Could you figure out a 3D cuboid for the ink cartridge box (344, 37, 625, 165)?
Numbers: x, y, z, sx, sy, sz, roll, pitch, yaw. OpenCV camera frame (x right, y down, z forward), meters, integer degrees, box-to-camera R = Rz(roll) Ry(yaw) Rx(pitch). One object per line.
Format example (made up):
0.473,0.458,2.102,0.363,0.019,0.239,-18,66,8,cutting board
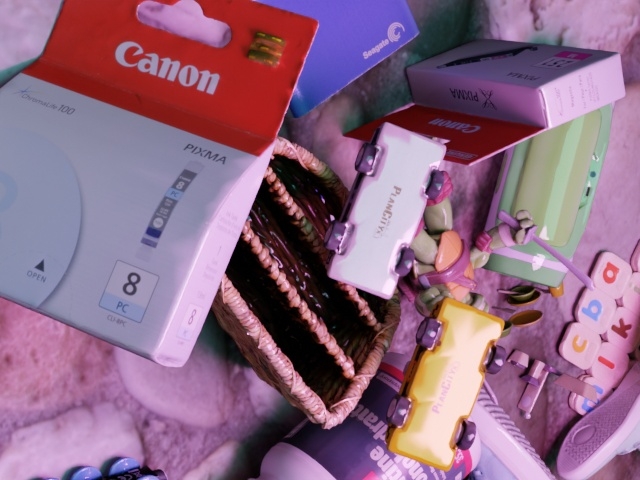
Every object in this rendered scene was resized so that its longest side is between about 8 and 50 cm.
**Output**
0.188,-0.175,1.751,0.239,0.275,0.060,-23,112,-26,ink cartridge box

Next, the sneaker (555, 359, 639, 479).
0.457,0.297,2.090,0.256,0.094,0.151,-40,111,-25,sneaker

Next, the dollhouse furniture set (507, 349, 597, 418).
0.314,0.216,2.003,0.091,0.114,0.081,28,87,-36,dollhouse furniture set

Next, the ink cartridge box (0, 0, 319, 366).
-0.211,-0.102,1.486,0.385,0.308,0.091,-68,159,-4,ink cartridge box

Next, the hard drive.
-0.022,-0.337,1.725,0.210,0.040,0.319,-37,116,-23,hard drive

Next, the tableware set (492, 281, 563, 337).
0.266,0.089,1.953,0.154,0.104,0.024,-25,110,-29,tableware set

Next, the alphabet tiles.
0.469,0.146,2.148,0.278,0.021,0.284,30,81,-34,alphabet tiles

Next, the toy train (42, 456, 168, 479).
-0.258,0.319,1.665,0.184,0.080,0.105,-11,113,-34,toy train

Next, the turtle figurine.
0.181,0.005,1.770,0.197,0.275,0.266,-35,112,-3,turtle figurine

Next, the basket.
-0.027,0.027,1.650,0.213,0.223,0.299,-39,114,-10,basket

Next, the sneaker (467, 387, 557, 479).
0.246,0.350,1.975,0.150,0.135,0.366,-37,105,4,sneaker

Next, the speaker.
0.306,-0.092,1.935,0.131,0.131,0.297,16,90,-34,speaker

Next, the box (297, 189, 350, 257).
0.000,0.000,1.807,0.081,0.028,0.136,12,90,-33,box

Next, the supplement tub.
0.049,0.287,1.791,0.272,0.191,0.191,-40,118,-22,supplement tub

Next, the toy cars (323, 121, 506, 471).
0.100,0.063,1.644,0.176,0.087,0.394,-20,95,-12,toy cars
